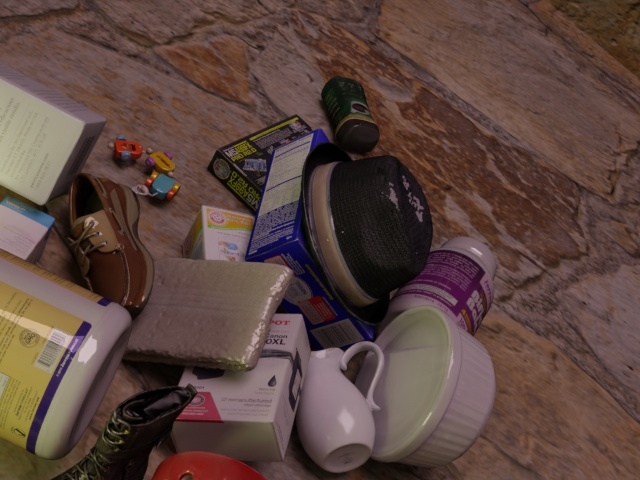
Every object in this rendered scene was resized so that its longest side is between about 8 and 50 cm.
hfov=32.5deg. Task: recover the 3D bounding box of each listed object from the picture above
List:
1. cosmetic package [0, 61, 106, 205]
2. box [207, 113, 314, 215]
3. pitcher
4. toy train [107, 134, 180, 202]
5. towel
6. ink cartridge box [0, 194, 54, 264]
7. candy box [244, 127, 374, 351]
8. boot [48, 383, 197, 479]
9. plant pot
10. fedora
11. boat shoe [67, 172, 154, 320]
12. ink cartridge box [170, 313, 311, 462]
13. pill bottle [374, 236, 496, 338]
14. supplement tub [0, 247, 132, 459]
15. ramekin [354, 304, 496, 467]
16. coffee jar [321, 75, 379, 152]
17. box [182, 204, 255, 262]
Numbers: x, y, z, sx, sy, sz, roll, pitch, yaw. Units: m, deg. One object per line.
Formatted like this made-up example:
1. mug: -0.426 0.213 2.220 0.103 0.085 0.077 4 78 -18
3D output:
1. cosmetic package: -0.610 -0.239 1.842 0.453 0.161 0.230 28 6 -5
2. box: -0.064 -0.136 2.244 0.216 0.060 0.270 43 40 13
3. pitcher: 0.039 0.266 1.819 0.178 0.125 0.207 -20 48 0
4. toy train: -0.333 -0.127 2.071 0.125 0.046 0.166 1 45 -31
5. towel: -0.191 0.117 1.750 0.282 0.049 0.187 3 57 30
6. ink cartridge box: -0.507 0.015 1.768 0.090 0.092 0.143 28 39 -4
7. candy box: 0.000 0.000 1.999 0.268 0.122 0.317 54 30 -32
8. boot: -0.304 0.297 1.500 0.091 0.229 0.263 47 41 17
9. plant pot: -0.163 0.412 1.507 0.191 0.191 0.174 26 42 -8
10. fedora: 0.097 -0.030 1.890 0.334 0.152 0.334 44 35 -43
11. boat shoe: -0.367 0.009 1.828 0.120 0.122 0.324 35 22 -39
12. ink cartridge box: -0.124 0.227 1.740 0.172 0.100 0.237 0 39 13
13. pill bottle: 0.233 0.116 2.089 0.169 0.169 0.301 36 40 4
14. supplement tub: -0.460 0.138 1.545 0.331 0.241 0.241 25 39 0
15. ramekin: 0.178 0.255 1.846 0.127 0.273 0.273 26 38 -25
16. coffee jar: 0.068 -0.280 2.463 0.096 0.079 0.184 11 43 -29
17. box: -0.174 0.054 1.929 0.103 0.114 0.203 12 45 -22
